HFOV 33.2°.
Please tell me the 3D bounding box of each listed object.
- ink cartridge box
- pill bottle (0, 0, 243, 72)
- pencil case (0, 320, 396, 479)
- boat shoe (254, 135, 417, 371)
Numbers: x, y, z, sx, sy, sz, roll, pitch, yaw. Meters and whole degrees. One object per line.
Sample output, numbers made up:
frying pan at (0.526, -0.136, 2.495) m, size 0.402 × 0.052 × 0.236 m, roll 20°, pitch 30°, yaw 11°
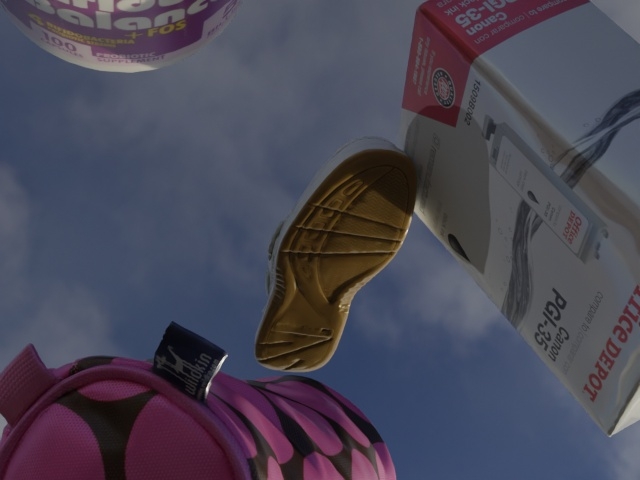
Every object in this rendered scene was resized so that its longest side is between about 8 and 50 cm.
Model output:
ink cartridge box at (0.184, -0.033, 0.775) m, size 0.117 × 0.283 × 0.207 m, roll -26°, pitch -31°, yaw -21°
pill bottle at (-0.101, -0.202, 0.524) m, size 0.169 × 0.301 × 0.169 m, roll 1°, pitch -99°, yaw -8°
pencil case at (-0.035, 0.086, 0.392) m, size 0.098 × 0.209 × 0.095 m, roll 38°, pitch -90°, yaw 18°
boat shoe at (0.000, 0.000, 0.929) m, size 0.098 × 0.096 × 0.277 m, roll 12°, pitch -45°, yaw -17°
